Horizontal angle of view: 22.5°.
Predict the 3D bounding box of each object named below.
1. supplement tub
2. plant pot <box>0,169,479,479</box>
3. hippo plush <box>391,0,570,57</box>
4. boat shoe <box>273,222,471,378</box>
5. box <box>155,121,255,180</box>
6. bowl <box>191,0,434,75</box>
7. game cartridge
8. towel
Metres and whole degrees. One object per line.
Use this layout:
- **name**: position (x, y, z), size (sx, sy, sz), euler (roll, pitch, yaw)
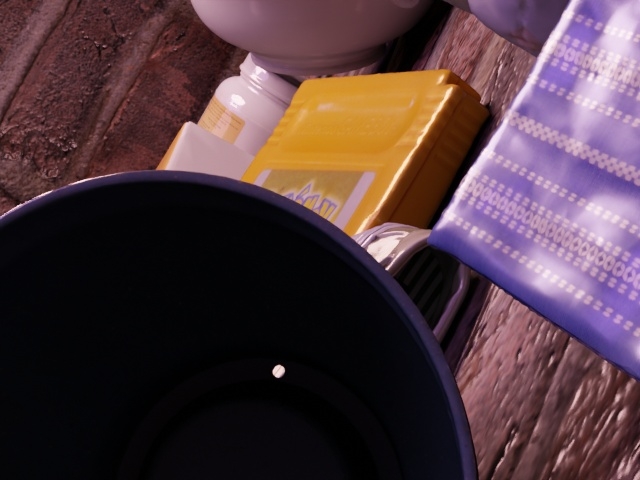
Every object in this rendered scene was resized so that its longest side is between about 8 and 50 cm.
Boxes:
- **supplement tub**: position (-0.073, -0.087, 1.732), size (0.199, 0.144, 0.144), euler (-59, 10, 11)
- **plant pot**: position (-0.056, 0.129, 0.778), size (0.293, 0.293, 0.196), euler (-62, -16, -2)
- **hippo plush**: position (0.107, -0.222, 0.877), size (0.294, 0.234, 0.236), euler (44, 125, 37)
- **boat shoe**: position (-0.009, 0.113, 0.981), size (0.302, 0.109, 0.094), euler (-61, 11, -15)
- **box**: position (-0.159, 0.089, 1.611), size (0.345, 0.168, 0.215), euler (-53, 13, 41)
- **bowl**: position (-0.006, -0.253, 1.645), size (0.298, 0.298, 0.134), euler (-84, -8, -65)
- **game cartridge**: position (-0.022, 0.009, 1.261), size (0.323, 0.053, 0.285), euler (-61, 24, -11)
- **towel**: position (0.177, -0.108, 0.624), size (0.336, 0.040, 0.243), euler (-60, 30, 5)
